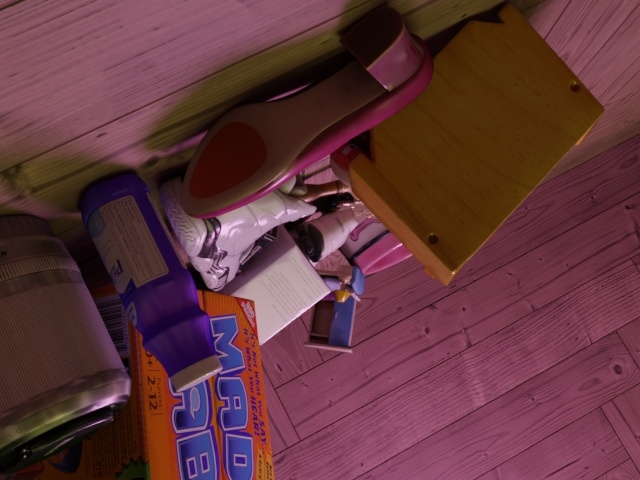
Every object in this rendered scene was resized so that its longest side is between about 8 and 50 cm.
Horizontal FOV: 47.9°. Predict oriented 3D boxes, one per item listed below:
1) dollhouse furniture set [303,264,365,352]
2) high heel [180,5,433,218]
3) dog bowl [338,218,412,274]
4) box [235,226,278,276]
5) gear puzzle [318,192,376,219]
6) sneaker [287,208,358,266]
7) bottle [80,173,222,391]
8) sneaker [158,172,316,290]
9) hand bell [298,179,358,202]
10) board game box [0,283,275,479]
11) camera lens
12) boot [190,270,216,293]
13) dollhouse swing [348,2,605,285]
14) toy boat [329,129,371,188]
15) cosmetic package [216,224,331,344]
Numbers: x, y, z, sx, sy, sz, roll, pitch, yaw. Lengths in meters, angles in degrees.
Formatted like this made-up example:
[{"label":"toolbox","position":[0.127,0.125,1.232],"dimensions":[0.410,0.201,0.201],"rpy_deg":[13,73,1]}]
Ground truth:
[{"label":"dollhouse furniture set","position":[-0.033,0.175,1.935],"dimensions":[0.286,0.198,0.303],"rpy_deg":[6,167,12]},{"label":"high heel","position":[-0.008,-0.138,0.961],"dimensions":[0.377,0.127,0.181],"rpy_deg":[-34,158,13]},{"label":"dog bowl","position":[0.223,-0.050,1.932],"dimensions":[0.407,0.150,0.408],"rpy_deg":[-28,170,-5]},{"label":"box","position":[-0.121,-0.018,1.333],"dimensions":[0.029,0.116,0.162],"rpy_deg":[26,140,-23]},{"label":"gear puzzle","position":[0.174,-0.090,1.652],"dimensions":[0.338,0.044,0.175],"rpy_deg":[-3,169,-18]},{"label":"sneaker","position":[0.000,0.000,1.621],"dimensions":[0.129,0.111,0.297],"rpy_deg":[-27,-177,-18]},{"label":"bottle","position":[-0.219,0.057,0.941],"dimensions":[0.092,0.283,0.118],"rpy_deg":[-23,170,-26]},{"label":"sneaker","position":[-0.120,-0.033,1.159],"dimensions":[0.210,0.138,0.366],"rpy_deg":[-25,166,-6]},{"label":"hand bell","position":[0.026,-0.102,1.382],"dimensions":[0.241,0.126,0.126],"rpy_deg":[-13,165,-15]},{"label":"board game box","position":[-0.326,0.288,1.190],"dimensions":[0.356,0.357,0.356],"rpy_deg":[-13,166,21]},{"label":"camera lens","position":[-0.384,0.135,0.906],"dimensions":[0.219,0.274,0.219],"rpy_deg":[-27,169,-6]},{"label":"boot","position":[-0.188,0.154,1.611],"dimensions":[0.338,0.118,0.223],"rpy_deg":[-27,127,1]},{"label":"dollhouse swing","position":[0.225,-0.135,1.192],"dimensions":[0.347,0.315,0.305],"rpy_deg":[-46,-171,-6]},{"label":"toy boat","position":[0.126,-0.172,1.230],"dimensions":[0.231,0.151,0.151],"rpy_deg":[-23,138,-31]},{"label":"cosmetic package","position":[-0.110,0.075,1.446],"dimensions":[0.183,0.151,0.151],"rpy_deg":[-36,126,-2]}]
